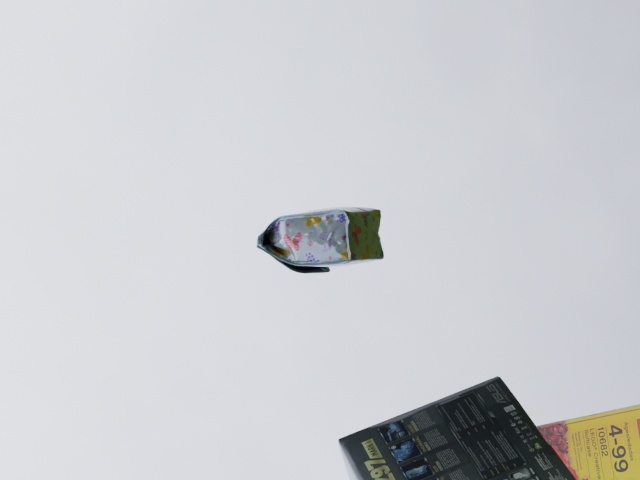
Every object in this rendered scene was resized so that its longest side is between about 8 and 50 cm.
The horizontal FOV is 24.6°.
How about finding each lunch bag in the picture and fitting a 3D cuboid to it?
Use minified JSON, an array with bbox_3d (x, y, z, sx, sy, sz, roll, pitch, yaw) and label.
[{"bbox_3d":[0.000,0.000,1.174,0.071,0.083,0.053,-4,-88,-65],"label":"lunch bag"}]

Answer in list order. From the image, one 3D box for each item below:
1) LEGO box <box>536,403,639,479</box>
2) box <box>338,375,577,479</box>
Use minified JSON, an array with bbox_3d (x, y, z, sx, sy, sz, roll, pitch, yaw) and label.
[{"bbox_3d":[0.454,0.462,1.858,0.193,0.372,0.500,3,-107,-41],"label":"LEGO box"},{"bbox_3d":[0.137,0.240,1.410,0.233,0.183,0.059,-124,16,-60],"label":"box"}]
